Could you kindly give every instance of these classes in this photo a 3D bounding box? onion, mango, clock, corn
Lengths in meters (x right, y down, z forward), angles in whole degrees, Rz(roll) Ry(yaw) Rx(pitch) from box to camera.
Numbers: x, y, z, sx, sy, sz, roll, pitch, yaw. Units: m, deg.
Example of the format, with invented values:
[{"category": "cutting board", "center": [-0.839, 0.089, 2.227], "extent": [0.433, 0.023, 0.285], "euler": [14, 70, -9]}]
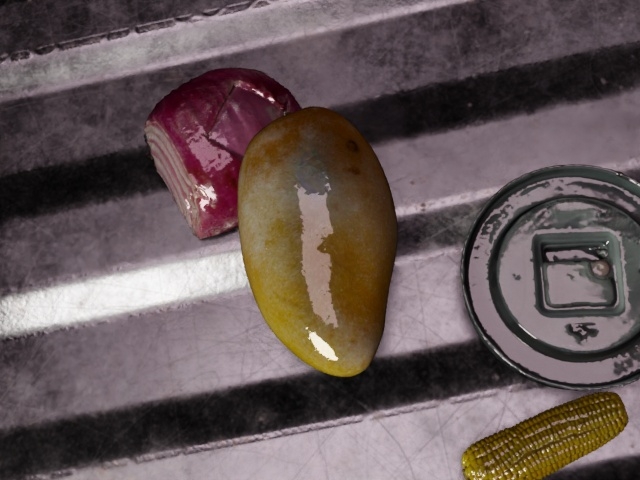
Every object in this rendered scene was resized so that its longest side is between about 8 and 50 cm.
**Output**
[{"category": "onion", "center": [-0.146, -0.162, 1.263], "extent": [0.247, 0.111, 0.250], "euler": [-32, 71, -1]}, {"category": "mango", "center": [0.000, 0.000, 1.150], "extent": [0.221, 0.199, 0.384], "euler": [-13, 74, 1]}, {"category": "clock", "center": [0.354, 0.053, 1.164], "extent": [0.319, 0.066, 0.319], "euler": [-2, 73, 6]}, {"category": "corn", "center": [0.296, 0.270, 1.104], "extent": [0.231, 0.080, 0.080], "euler": [-23, 73, -2]}]
